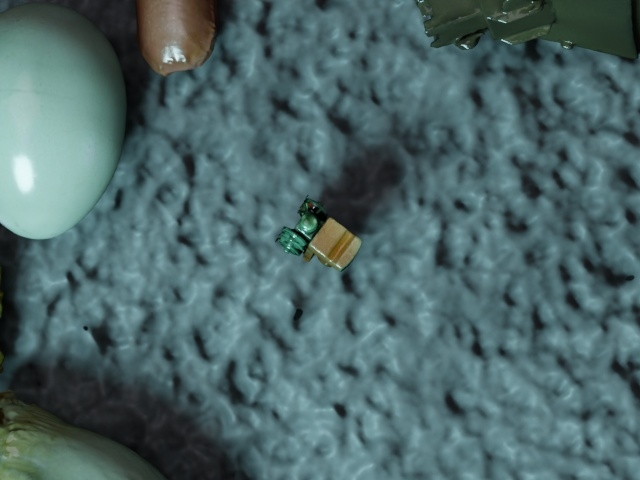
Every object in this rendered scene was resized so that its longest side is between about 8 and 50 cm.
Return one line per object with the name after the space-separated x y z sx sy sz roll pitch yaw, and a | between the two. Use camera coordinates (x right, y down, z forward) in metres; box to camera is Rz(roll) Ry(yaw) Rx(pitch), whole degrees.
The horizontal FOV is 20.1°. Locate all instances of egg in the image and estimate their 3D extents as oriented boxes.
-0.246 -0.105 1.582 0.151 0.151 0.209 -1 81 12 | egg

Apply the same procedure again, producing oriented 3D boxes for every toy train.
0.000 0.000 1.542 0.064 0.103 0.044 35 81 0 | toy train

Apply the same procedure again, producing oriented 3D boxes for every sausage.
-0.131 -0.243 1.624 0.077 0.077 0.194 -6 79 11 | sausage

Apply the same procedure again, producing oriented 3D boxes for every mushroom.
-0.168 0.283 1.514 0.177 0.126 0.397 -38 72 26 | mushroom

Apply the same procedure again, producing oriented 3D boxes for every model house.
0.188 -0.246 1.488 0.243 0.211 0.204 -21 75 7 | model house

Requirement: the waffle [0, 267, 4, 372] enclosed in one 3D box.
-0.429 0.082 1.581 0.324 0.151 0.261 -41 80 10 | waffle
